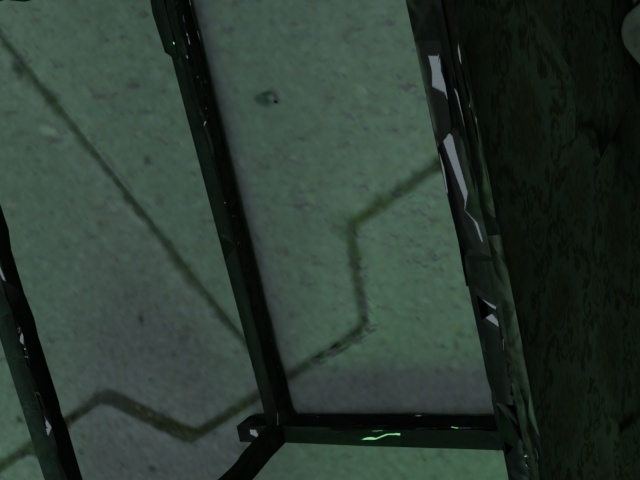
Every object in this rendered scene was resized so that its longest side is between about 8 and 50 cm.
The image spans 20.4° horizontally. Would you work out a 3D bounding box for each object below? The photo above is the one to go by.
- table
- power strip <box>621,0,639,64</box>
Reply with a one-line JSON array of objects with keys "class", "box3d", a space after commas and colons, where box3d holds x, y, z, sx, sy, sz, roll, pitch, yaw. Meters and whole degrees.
[{"class": "table", "box3d": [0.000, 0.000, 0.838, 0.272, 0.222, 0.335, -2, 112, 27]}, {"class": "power strip", "box3d": [0.255, -0.040, 0.799, 0.270, 0.046, 0.118, 49, 124, -3]}]
